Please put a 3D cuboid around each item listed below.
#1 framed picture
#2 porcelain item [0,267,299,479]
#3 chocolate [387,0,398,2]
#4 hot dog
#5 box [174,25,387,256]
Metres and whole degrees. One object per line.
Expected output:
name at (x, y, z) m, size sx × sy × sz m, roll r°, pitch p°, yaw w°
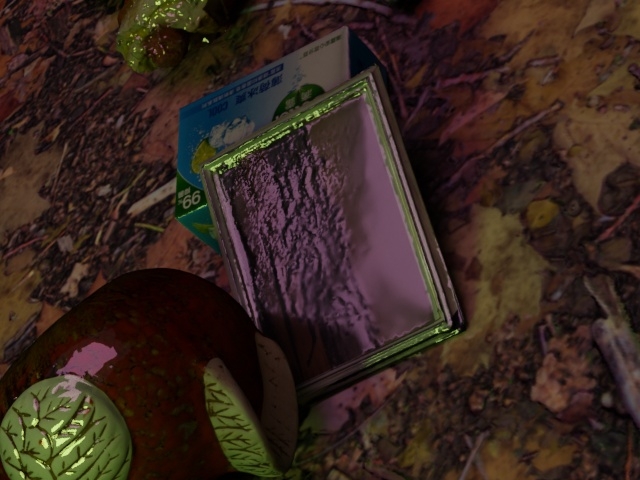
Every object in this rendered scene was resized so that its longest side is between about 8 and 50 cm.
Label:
framed picture at (0.000, 0.000, 1.411) m, size 0.197 × 0.014 × 0.252 m, roll -27°, pitch 64°, yaw 22°
porcelain item at (-0.135, 0.156, 1.353) m, size 0.253 × 0.253 × 0.253 m, roll -24°, pitch 46°, yaw 26°
chocolate at (0.135, -0.349, 1.578) m, size 0.291 × 0.110 × 0.110 m, roll -52°, pitch 40°, yaw -2°
hot dog at (-0.137, -0.260, 1.752) m, size 0.146 × 0.103 × 0.213 m, roll -36°, pitch 26°, yaw 47°
box at (-0.035, -0.089, 1.535) m, size 0.194 × 0.073 × 0.139 m, roll -24°, pitch 46°, yaw 25°
